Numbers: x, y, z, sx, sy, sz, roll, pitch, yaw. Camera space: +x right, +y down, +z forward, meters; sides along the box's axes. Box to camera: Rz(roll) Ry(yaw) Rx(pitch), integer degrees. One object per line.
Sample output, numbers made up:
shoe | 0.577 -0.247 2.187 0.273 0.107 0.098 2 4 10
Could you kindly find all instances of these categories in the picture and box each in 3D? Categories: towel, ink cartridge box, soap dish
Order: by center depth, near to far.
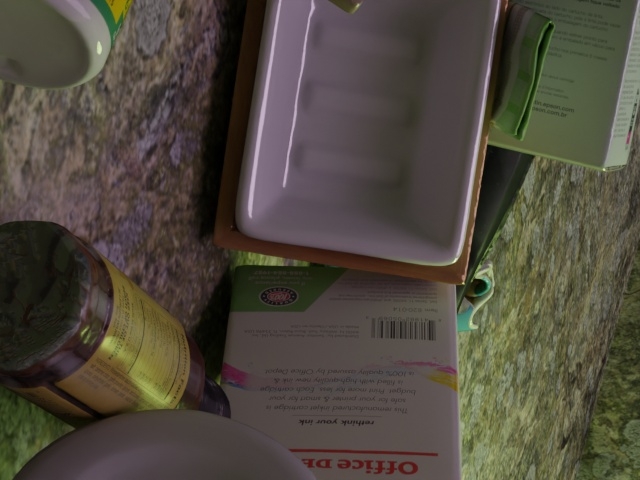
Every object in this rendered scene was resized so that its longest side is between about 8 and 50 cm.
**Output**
ink cartridge box | 0.015 0.176 1.432 0.353 0.207 0.119 -85 176 -52
soap dish | 0.035 -0.121 1.501 0.118 0.229 0.291 -171 -90 -83
towel | 0.157 -0.161 1.516 0.152 0.023 0.113 -137 -123 -64
ink cartridge box | 0.165 -0.260 1.604 0.071 0.324 0.330 -8 111 -59

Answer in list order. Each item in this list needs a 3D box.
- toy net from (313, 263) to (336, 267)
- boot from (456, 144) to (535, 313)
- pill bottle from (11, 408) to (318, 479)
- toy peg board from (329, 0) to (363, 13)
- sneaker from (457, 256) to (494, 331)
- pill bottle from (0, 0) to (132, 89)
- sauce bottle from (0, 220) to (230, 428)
toy net | 0.000 0.000 1.717 0.122 0.045 0.232 -56 147 -49
boot | 0.199 -0.123 1.838 0.445 0.146 0.367 -68 169 11
pill bottle | -0.112 0.334 1.188 0.229 0.229 0.408 -60 161 -48
toy peg board | 0.002 -0.298 1.390 0.079 0.160 0.161 -50 -170 46
sneaker | 0.185 0.034 2.193 0.087 0.092 0.229 76 27 -45
pill bottle | -0.156 -0.208 1.053 0.117 0.117 0.208 70 32 -54
sauce bottle | -0.150 0.089 1.208 0.344 0.111 0.111 56 45 -66
